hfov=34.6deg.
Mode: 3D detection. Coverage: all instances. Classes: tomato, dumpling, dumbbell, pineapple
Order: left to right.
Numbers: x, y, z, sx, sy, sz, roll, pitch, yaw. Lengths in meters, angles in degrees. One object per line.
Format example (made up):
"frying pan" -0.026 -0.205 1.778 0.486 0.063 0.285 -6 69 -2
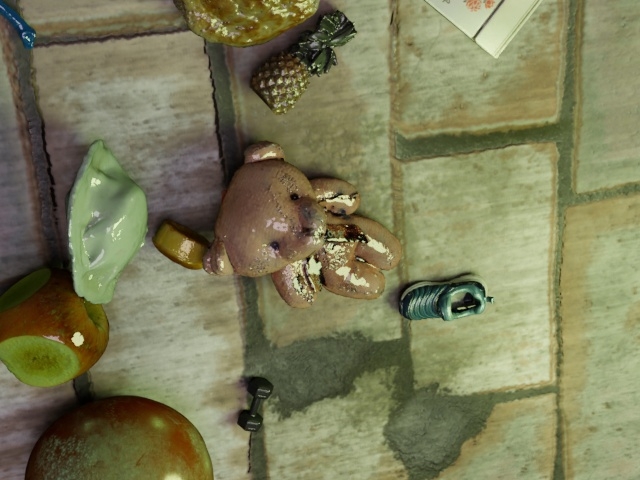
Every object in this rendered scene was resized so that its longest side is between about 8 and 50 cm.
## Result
"dumpling" -0.276 -0.019 1.336 0.108 0.153 0.219 -9 111 -11
"tomato" -0.284 0.362 1.464 0.270 0.222 0.270 -6 113 -15
"dumbbell" -0.099 0.250 1.565 0.036 0.040 0.083 -3 118 -46
"pineapple" -0.020 -0.240 1.356 0.159 0.074 0.074 -43 116 0

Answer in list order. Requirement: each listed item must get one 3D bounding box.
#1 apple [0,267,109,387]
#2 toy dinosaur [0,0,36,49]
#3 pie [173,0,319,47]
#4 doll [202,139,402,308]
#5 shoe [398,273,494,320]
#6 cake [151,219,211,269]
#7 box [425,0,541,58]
"apple" -0.364 0.123 1.370 0.147 0.163 0.146 -26 116 3
"toy dinosaur" -0.429 -0.370 1.189 0.144 0.076 0.329 -13 118 -16
"pie" -0.095 -0.321 1.295 0.193 0.079 0.163 7 121 -18
"doll" 0.000 0.000 1.416 0.303 0.156 0.201 22 87 -28
"shoe" 0.189 0.095 1.552 0.142 0.071 0.064 -9 114 -5
"cake" -0.189 0.007 1.410 0.084 0.084 0.044 30 95 -24
"box" 0.199 -0.346 1.384 0.198 0.029 0.109 33 102 -24
